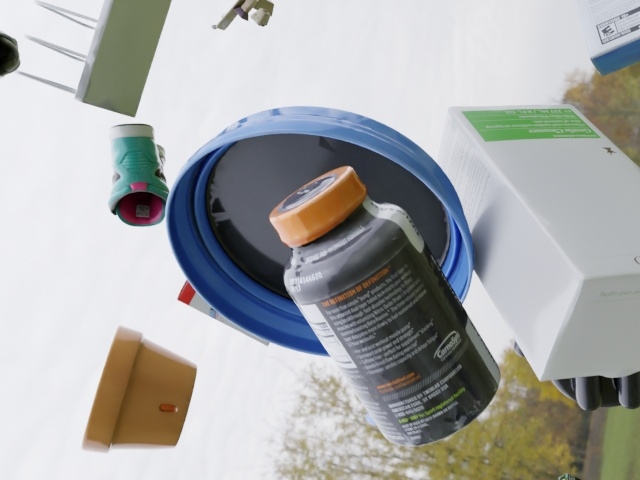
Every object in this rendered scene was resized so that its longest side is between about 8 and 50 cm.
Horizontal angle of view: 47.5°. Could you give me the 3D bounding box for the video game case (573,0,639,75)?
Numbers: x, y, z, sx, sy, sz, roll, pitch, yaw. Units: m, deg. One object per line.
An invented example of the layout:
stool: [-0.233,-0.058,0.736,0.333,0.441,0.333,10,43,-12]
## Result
video game case: [0.442,-0.366,0.893,0.061,0.270,0.244,23,-126,-52]

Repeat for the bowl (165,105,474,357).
bowl: [0.000,0.000,0.934,0.077,0.391,0.391,-72,-22,-45]

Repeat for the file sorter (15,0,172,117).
file sorter: [-0.414,-0.394,1.332,0.193,0.173,0.277,-5,-65,-76]

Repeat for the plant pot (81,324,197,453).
plant pot: [-0.409,0.360,1.681,0.291,0.204,0.290,-164,90,-79]

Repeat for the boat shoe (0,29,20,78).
boat shoe: [-0.514,-0.288,1.139,0.258,0.084,0.095,-114,24,-61]

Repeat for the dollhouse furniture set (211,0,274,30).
dollhouse furniture set: [-0.112,-0.341,1.137,0.081,0.091,0.114,-45,-12,20]

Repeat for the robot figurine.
robot figurine: [0.433,0.144,1.140,0.173,0.209,0.278,-60,2,27]

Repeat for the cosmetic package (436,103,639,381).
cosmetic package: [0.291,-0.017,0.885,0.365,0.197,0.155,-113,23,-51]

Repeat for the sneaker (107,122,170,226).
sneaker: [-0.356,-0.113,1.454,0.295,0.124,0.178,136,130,-81]

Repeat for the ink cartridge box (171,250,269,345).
ink cartridge box: [-0.182,0.098,1.343,0.078,0.231,0.134,-61,7,1]

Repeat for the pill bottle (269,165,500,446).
pill bottle: [0.053,0.055,0.663,0.245,0.130,0.130,58,-144,-15]

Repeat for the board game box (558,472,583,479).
board game box: [0.521,0.508,1.237,0.030,0.260,0.136,-52,17,43]

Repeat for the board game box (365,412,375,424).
board game box: [0.168,0.328,1.530,0.033,0.133,0.168,45,-131,-16]
